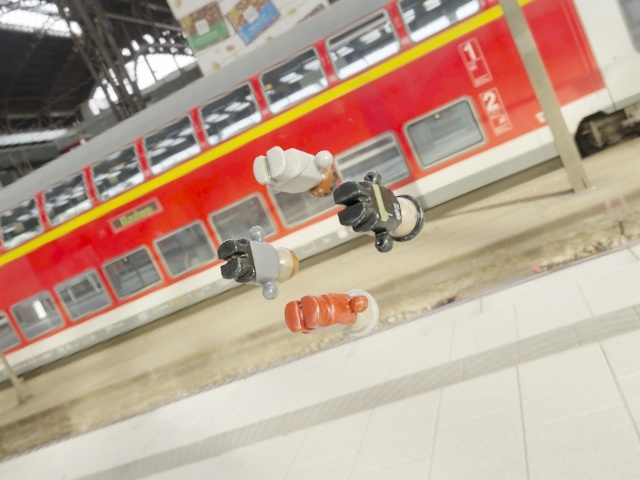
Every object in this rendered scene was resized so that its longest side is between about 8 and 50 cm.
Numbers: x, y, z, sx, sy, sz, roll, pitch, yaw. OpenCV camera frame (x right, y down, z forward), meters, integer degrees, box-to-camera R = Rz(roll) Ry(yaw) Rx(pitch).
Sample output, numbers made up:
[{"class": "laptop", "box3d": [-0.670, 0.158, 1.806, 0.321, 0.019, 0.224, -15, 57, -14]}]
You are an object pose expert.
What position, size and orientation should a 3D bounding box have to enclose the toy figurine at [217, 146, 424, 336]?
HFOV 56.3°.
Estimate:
[{"class": "toy figurine", "box3d": [0.000, 0.000, 0.747, 0.209, 0.213, 0.148, 28, 12, 35]}]
